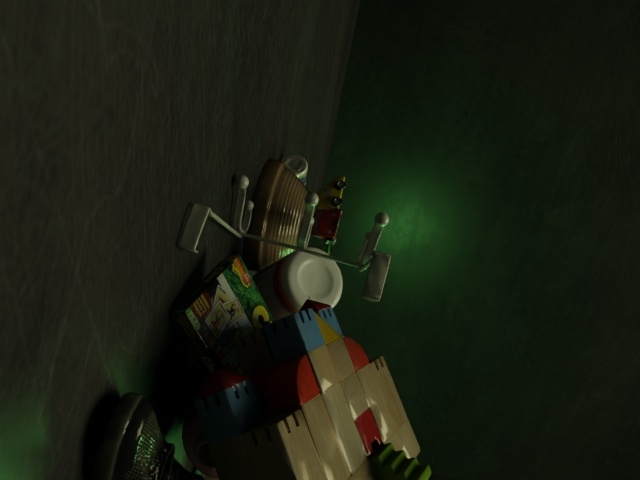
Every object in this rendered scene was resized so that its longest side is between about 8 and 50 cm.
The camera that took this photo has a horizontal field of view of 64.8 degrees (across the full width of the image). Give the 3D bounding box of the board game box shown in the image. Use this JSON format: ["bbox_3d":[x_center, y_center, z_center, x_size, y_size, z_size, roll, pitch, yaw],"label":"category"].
[{"bbox_3d":[-0.093,0.161,0.682,0.259,0.030,0.136,65,28,-20],"label":"board game box"}]

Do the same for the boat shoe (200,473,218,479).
[{"bbox_3d":[-0.152,0.424,0.987,0.305,0.109,0.091,-55,161,-18],"label":"boat shoe"}]

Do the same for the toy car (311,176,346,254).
[{"bbox_3d":[0.000,0.000,1.017,0.239,0.053,0.225,-79,-178,-63],"label":"toy car"}]

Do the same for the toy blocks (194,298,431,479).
[{"bbox_3d":[-0.010,0.205,0.634,0.381,0.191,0.261,-5,70,-62],"label":"toy blocks"}]

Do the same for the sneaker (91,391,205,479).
[{"bbox_3d":[-0.151,0.244,0.503,0.087,0.130,0.227,-77,177,-61],"label":"sneaker"}]

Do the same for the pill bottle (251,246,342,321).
[{"bbox_3d":[-0.065,0.097,0.949,0.221,0.121,0.121,-29,-139,53],"label":"pill bottle"}]

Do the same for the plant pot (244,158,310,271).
[{"bbox_3d":[-0.074,-0.043,1.051,0.237,0.110,0.237,12,90,-88],"label":"plant pot"}]

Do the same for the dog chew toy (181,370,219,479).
[{"bbox_3d":[-0.113,0.263,0.826,0.332,0.207,0.206,-26,129,-76],"label":"dog chew toy"}]

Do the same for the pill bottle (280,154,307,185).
[{"bbox_3d":[-0.067,-0.140,1.200,0.120,0.067,0.067,99,4,-54],"label":"pill bottle"}]

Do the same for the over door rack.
[{"bbox_3d":[-0.026,-0.017,0.715,0.324,0.239,0.108,-58,162,-85],"label":"over door rack"}]
